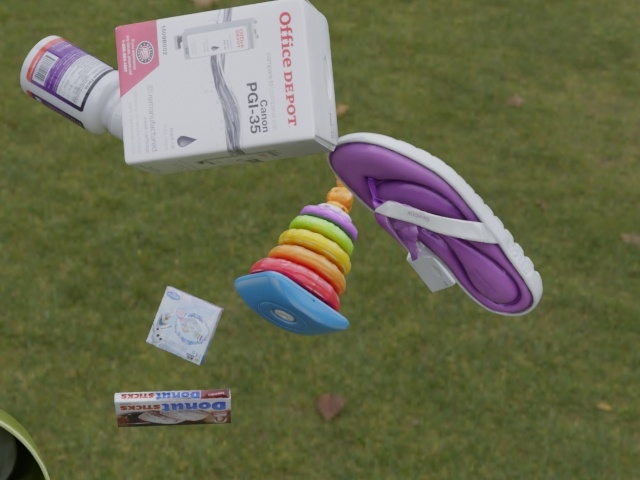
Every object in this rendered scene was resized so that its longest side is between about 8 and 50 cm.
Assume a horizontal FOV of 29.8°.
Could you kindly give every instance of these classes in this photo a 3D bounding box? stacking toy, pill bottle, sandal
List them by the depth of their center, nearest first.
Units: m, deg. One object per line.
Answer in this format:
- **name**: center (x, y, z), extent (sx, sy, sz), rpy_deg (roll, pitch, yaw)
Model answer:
- **sandal**: center (0.177, -0.010, 1.803), extent (0.416, 0.169, 0.102), rpy_deg (38, 51, -16)
- **pill bottle**: center (-0.362, -0.232, 1.875), extent (0.193, 0.108, 0.108), rpy_deg (31, 41, 15)
- **stacking toy**: center (0.000, 0.000, 2.020), extent (0.166, 0.175, 0.302), rpy_deg (-14, 46, 59)

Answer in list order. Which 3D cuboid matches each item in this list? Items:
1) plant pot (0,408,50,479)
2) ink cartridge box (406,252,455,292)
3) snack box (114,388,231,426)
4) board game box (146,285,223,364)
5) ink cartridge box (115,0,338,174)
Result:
- **plant pot**: center (-0.492, 0.323, 1.623), extent (0.275, 0.275, 0.293), rpy_deg (-4, 7, -9)
- **ink cartridge box**: center (0.206, 0.018, 2.131), extent (0.052, 0.088, 0.122), rpy_deg (-24, 27, 33)
- **snack box**: center (-0.229, 0.261, 1.871), extent (0.178, 0.064, 0.022), rpy_deg (-1, 43, -5)
- **board game box**: center (-0.200, 0.125, 1.776), extent (0.090, 0.090, 0.020), rpy_deg (23, 6, 10)
- **ink cartridge box**: center (-0.132, -0.216, 1.697), extent (0.283, 0.207, 0.117), rpy_deg (-7, -6, 15)
